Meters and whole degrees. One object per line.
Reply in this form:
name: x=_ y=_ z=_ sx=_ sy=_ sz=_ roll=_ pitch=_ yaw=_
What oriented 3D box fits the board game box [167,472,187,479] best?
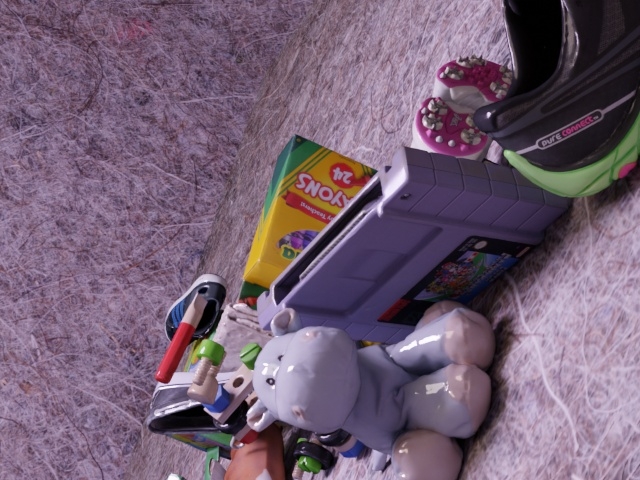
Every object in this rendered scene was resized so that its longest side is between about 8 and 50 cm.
board game box: x=-0.223 y=0.494 z=2.107 sx=0.136 sy=0.030 sz=0.259 roll=-68 pitch=-24 yaw=-18

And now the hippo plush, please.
hippo plush: x=0.051 y=0.149 z=1.452 sx=0.234 sy=0.237 sz=0.294 roll=-68 pitch=13 yaw=-6

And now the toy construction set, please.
toy construction set: x=-0.055 y=0.165 z=1.778 sx=0.257 sy=0.309 sz=0.237 roll=-28 pitch=35 yaw=58

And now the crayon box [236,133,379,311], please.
crayon box: x=0.000 y=0.000 z=2.013 sx=0.081 sy=0.202 sz=0.318 roll=-49 pitch=23 yaw=53

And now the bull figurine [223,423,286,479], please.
bull figurine: x=-0.114 y=0.416 z=1.956 sx=0.310 sy=0.101 sz=0.188 roll=-78 pitch=10 yaw=-58

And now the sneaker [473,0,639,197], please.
sneaker: x=0.300 y=-0.289 z=1.287 sx=0.482 sy=0.202 sz=0.185 roll=-69 pitch=14 yaw=-11

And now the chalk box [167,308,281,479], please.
chalk box: x=-0.168 y=0.298 z=2.214 sx=0.180 sy=0.179 sz=0.289 roll=-35 pitch=33 yaw=67

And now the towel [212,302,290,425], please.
towel: x=-0.097 y=0.205 z=2.009 sx=0.282 sy=0.187 sz=0.049 roll=118 pitch=170 yaw=-51

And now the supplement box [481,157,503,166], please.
supplement box: x=0.213 y=-0.043 z=1.541 sx=0.083 sy=0.056 sz=0.083 roll=-60 pitch=14 yaw=27

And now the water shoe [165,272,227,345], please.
water shoe: x=-0.228 y=0.139 z=2.168 sx=0.080 sy=0.073 sz=0.203 roll=-83 pitch=19 yaw=-45

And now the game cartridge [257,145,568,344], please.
game cartridge: x=0.103 y=0.023 z=1.457 sx=0.355 sy=0.230 sz=0.068 roll=-47 pitch=39 yaw=47

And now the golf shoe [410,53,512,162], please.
golf shoe: x=0.182 y=-0.148 z=1.641 sx=0.306 sy=0.115 sz=0.140 roll=-48 pitch=-20 yaw=-52

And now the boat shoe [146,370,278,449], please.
boat shoe: x=-0.133 y=0.265 z=1.957 sx=0.105 sy=0.306 sz=0.113 roll=-74 pitch=-23 yaw=-48

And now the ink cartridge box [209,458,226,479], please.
ink cartridge box: x=-0.188 y=0.482 z=2.085 sx=0.145 sy=0.045 sz=0.179 roll=59 pitch=-145 yaw=-48
